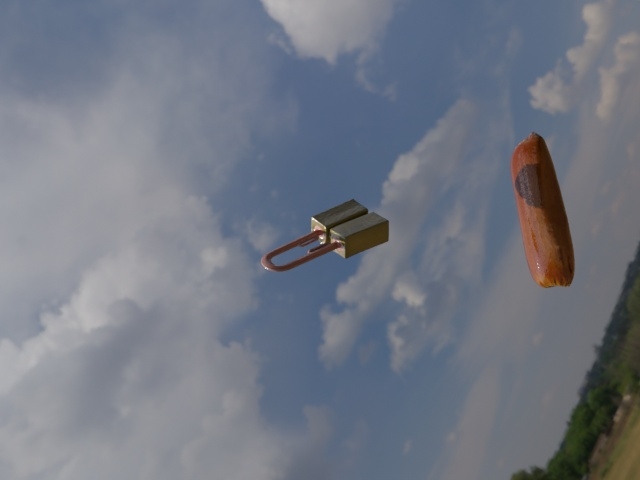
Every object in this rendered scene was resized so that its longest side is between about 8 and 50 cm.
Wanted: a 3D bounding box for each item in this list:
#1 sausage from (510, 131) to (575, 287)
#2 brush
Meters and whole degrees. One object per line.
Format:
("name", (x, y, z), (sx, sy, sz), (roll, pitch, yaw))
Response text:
("sausage", (0.402, -0.056, 1.291), (0.089, 0.083, 0.300), (66, -165, -72))
("brush", (0.000, 0.000, 1.223), (0.233, 0.103, 0.047), (-23, -51, -31))
